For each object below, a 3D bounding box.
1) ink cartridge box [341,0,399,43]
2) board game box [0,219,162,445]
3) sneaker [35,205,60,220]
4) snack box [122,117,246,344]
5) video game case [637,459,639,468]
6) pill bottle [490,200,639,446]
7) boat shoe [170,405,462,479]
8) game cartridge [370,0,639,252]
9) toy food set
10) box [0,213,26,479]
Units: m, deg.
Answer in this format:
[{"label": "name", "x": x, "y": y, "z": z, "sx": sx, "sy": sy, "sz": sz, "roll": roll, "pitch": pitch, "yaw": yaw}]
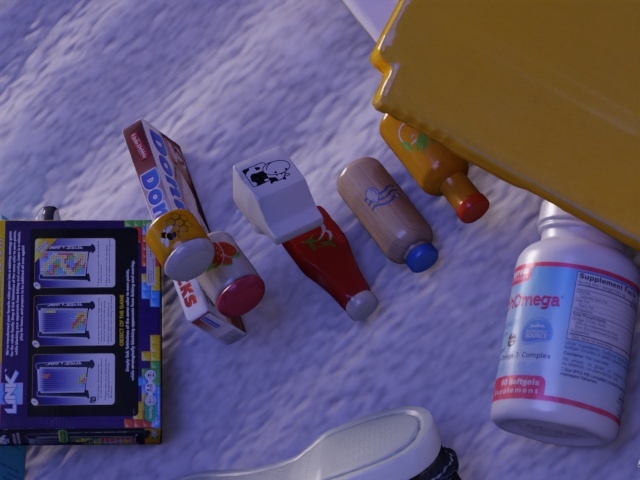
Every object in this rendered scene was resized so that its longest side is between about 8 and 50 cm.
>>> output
[{"label": "ink cartridge box", "x": 0.049, "y": -0.214, "z": 1.442, "sx": 0.100, "sy": 0.172, "sz": 0.237, "roll": -39, "pitch": 60, "yaw": 6}, {"label": "board game box", "x": -0.190, "y": 0.070, "z": 1.489, "sx": 0.141, "sy": 0.048, "sz": 0.170, "roll": 0, "pitch": 68, "yaw": -4}, {"label": "sneaker", "x": -0.201, "y": 0.021, "z": 1.556, "sx": 0.044, "sy": 0.040, "sz": 0.109, "roll": -15, "pitch": 68, "yaw": 2}, {"label": "snack box", "x": -0.105, "y": -0.007, "z": 1.500, "sx": 0.022, "sy": 0.064, "sz": 0.178, "roll": -29, "pitch": 61, "yaw": 15}, {"label": "video game case", "x": 0.301, "y": 0.078, "z": 1.191, "sx": 0.042, "sy": 0.210, "sz": 0.232, "roll": 37, "pitch": 88, "yaw": 31}, {"label": "pill bottle", "x": 0.170, "y": 0.054, "z": 1.333, "sx": 0.087, "sy": 0.087, "sz": 0.160, "roll": 3, "pitch": 72, "yaw": 26}, {"label": "boat shoe", "x": -0.041, "y": 0.208, "z": 1.367, "sx": 0.303, "sy": 0.091, "sz": 0.114, "roll": -18, "pitch": 20, "yaw": 24}, {"label": "game cartridge", "x": 0.225, "y": -0.145, "z": 1.304, "sx": 0.324, "sy": 0.053, "sz": 0.285, "roll": 28, "pitch": 83, "yaw": -4}, {"label": "toy food set", "x": 0.000, "y": 0.000, "z": 1.412, "sx": 0.232, "sy": 0.111, "sz": 0.104, "roll": -24, "pitch": 57, "yaw": -20}, {"label": "box", "x": -0.284, "y": 0.107, "z": 1.544, "sx": 0.101, "sy": 0.060, "sz": 0.244, "roll": -9, "pitch": 68, "yaw": 22}]
